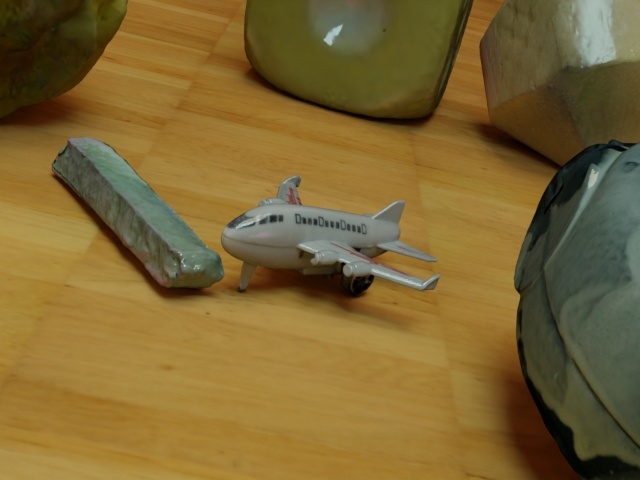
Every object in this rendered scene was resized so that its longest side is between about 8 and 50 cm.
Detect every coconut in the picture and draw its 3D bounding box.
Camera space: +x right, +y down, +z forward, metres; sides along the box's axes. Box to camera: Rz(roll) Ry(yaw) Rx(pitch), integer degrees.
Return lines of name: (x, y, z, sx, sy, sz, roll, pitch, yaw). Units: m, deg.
coconut: (0.309, -0.193, 1.062, 0.259, 0.259, 0.259, 12, 24, -5)

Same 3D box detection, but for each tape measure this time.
tape measure: (0.240, 0.048, 0.516, 0.256, 0.147, 0.275, 5, 44, -21)

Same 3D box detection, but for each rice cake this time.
rice cake: (-0.135, -0.022, 0.670, 0.043, 0.034, 0.211, 5, 23, -39)

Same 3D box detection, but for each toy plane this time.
toy plane: (0.000, 0.000, 0.660, 0.171, 0.065, 0.162, -10, 34, -39)

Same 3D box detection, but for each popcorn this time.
popcorn: (-0.304, -0.226, 0.769, 0.293, 0.293, 0.237, -2, 47, -33)

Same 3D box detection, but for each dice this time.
dice: (0.056, -0.286, 1.116, 0.238, 0.227, 0.233, 19, 24, 8)
